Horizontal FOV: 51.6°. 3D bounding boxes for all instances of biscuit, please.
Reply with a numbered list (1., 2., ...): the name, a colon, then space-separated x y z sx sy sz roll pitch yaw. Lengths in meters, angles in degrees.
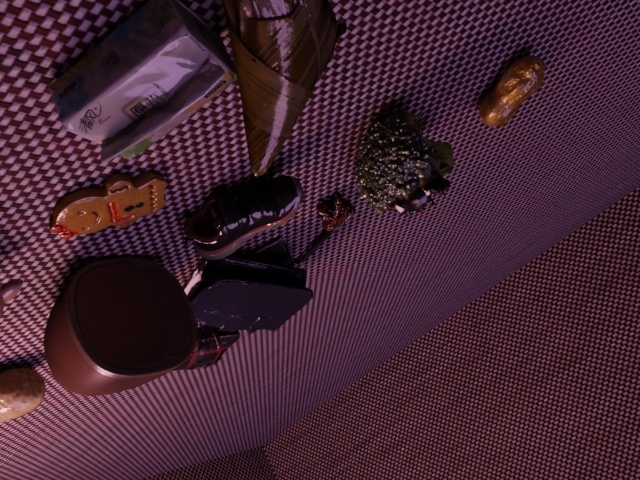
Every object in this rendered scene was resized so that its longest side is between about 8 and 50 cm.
1. biscuit: -0.402 -0.063 1.260 0.226 0.036 0.166 -18 156 -23

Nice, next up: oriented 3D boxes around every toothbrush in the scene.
1. toothbrush: 0.000 0.000 1.844 0.031 0.030 0.297 11 137 -42

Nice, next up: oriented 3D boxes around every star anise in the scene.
1. star anise: 0.038 -0.081 1.673 0.097 0.070 0.190 -25 155 -1

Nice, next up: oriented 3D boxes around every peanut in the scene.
1. peanut: -0.819 0.397 1.648 0.253 0.122 0.137 -20 147 -8
2. peanut: 0.446 -0.348 1.547 0.087 0.087 0.206 -12 154 -33

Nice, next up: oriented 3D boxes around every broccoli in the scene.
1. broccoli: 0.209 -0.158 1.488 0.244 0.247 0.262 -17 133 -38

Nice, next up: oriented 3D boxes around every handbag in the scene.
1. handbag: -0.213 0.153 1.770 0.326 0.118 0.269 13 135 -37
2. handbag: -0.351 0.278 1.869 0.216 0.155 0.169 -4 142 -38

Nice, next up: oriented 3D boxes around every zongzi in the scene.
1. zongzi: -0.087 -0.266 0.925 0.286 0.134 0.288 44 64 -61

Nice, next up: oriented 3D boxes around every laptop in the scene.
1. laptop: -0.145 0.053 1.809 0.129 0.016 0.180 -26 156 -4

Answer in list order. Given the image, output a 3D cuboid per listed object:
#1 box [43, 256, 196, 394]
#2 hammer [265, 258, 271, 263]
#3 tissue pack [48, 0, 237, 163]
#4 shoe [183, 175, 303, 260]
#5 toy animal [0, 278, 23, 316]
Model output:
1. box: -0.453 0.203 1.470 0.301 0.300 0.216 -3 154 -45
2. hammer: -0.187 0.125 1.868 0.058 0.029 0.292 -7 153 -30
3. tissue pack: -0.246 -0.217 0.972 0.230 0.145 0.159 -33 157 13
4. shoe: -0.176 -0.065 1.423 0.291 0.114 0.137 -30 152 14
5. toy animal: -0.673 0.112 1.171 0.166 0.154 0.250 -41 158 9
